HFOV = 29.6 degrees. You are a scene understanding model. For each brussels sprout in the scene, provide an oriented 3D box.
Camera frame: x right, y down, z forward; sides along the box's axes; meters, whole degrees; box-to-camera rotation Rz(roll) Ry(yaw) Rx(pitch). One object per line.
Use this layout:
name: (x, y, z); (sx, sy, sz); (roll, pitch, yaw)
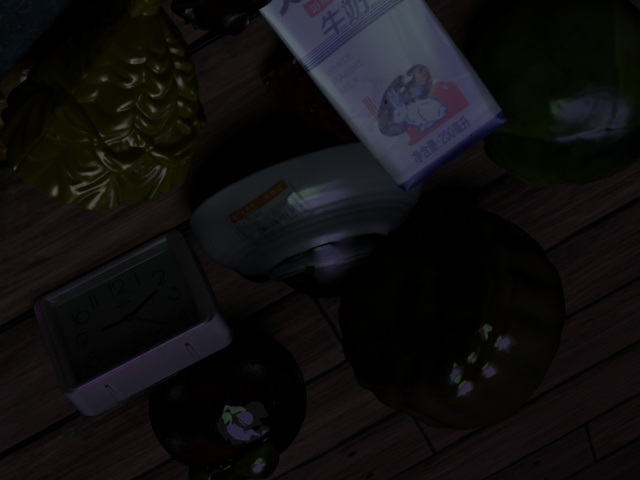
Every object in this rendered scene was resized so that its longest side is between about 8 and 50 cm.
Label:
brussels sprout: (0.276, -0.164, 1.375); (0.219, 0.210, 0.271); (-14, 160, -13)

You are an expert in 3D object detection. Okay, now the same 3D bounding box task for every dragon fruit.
dragon fruit: (0.030, -0.183, 1.280); (0.161, 0.120, 0.127); (-39, 117, -23)

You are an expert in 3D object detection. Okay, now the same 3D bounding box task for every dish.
dish: (0.000, 0.000, 1.365); (0.273, 0.134, 0.273); (-17, 169, -3)

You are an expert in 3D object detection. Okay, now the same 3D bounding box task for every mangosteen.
mangosteen: (-0.115, 0.223, 1.597); (0.216, 0.216, 0.216); (-19, 146, -14)

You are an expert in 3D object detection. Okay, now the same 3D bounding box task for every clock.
clock: (-0.218, 0.094, 1.399); (0.197, 0.150, 0.063); (-27, 145, -1)

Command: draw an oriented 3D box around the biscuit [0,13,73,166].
biscuit: (-0.311, -0.131, 1.130); (0.174, 0.039, 0.183); (-8, 142, -25)

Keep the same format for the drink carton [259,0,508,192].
drink carton: (0.031, -0.205, 1.117); (0.130, 0.106, 0.315); (-37, 120, 9)

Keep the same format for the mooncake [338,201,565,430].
mooncake: (0.164, 0.094, 1.563); (0.290, 0.290, 0.161); (-43, 139, 21)

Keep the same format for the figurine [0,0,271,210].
figurine: (-0.127, -0.187, 0.978); (0.187, 0.168, 0.315); (-4, 145, -37)

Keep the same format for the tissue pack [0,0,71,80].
tissue pack: (-0.305, -0.229, 0.940); (0.316, 0.103, 0.228); (-42, 145, 19)
